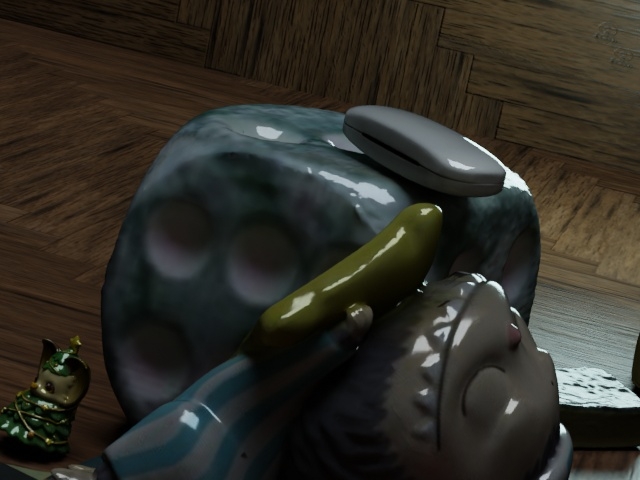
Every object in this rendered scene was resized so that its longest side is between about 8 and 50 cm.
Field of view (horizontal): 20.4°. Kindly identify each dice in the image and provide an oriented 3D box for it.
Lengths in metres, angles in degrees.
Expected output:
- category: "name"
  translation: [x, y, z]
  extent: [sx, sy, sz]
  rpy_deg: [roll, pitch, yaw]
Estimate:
- category: "dice"
  translation: [0.003, 0.059, 1.762]
  extent: [0.328, 0.330, 0.348]
  rpy_deg: [18, 17, 25]

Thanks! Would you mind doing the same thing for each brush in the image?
- category: "brush"
  translation: [0.269, 0.187, 2.024]
  extent: [0.197, 0.059, 0.123]
  rpy_deg: [4, 17, -28]

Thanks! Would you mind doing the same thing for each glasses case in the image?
- category: "glasses case"
  translation: [0.092, -0.082, 1.614]
  extent: [0.074, 0.049, 0.193]
  rpy_deg: [1, 19, -36]

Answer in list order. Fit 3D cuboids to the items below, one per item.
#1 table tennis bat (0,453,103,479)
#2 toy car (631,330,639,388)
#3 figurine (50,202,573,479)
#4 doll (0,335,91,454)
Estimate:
- category: "table tennis bat"
  translation: [-0.247, 0.222, 1.546]
  extent: [0.173, 0.022, 0.301]
  rpy_deg: [20, 16, 25]
- category: "toy car"
  translation: [0.456, 0.155, 2.219]
  extent: [0.124, 0.101, 0.257]
  rpy_deg: [2, 18, -24]
- category: "figurine"
  translation: [0.052, 0.219, 1.372]
  extent: [0.377, 0.361, 0.266]
  rpy_deg: [53, -4, 8]
- category: "doll"
  translation: [-0.245, 0.150, 1.678]
  extent: [0.078, 0.113, 0.076]
  rpy_deg: [25, -17, 45]
